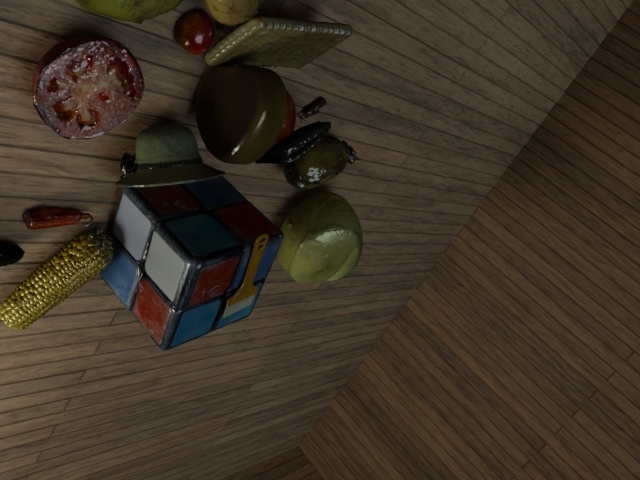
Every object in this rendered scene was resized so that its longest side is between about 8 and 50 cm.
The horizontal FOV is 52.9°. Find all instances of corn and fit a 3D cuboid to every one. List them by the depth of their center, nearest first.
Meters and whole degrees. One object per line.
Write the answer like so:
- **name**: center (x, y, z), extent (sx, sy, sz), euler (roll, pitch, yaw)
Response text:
- **corn**: center (-0.634, 0.090, 1.560), extent (0.317, 0.115, 0.115), euler (-39, 152, -8)

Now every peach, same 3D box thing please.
- **peach**: center (-0.263, -0.443, 1.390), extent (0.098, 0.061, 0.098), euler (-26, 145, -20)

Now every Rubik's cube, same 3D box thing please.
- **Rubik's cube**: center (-0.335, 0.040, 1.666), extent (0.318, 0.313, 0.316), euler (-19, 144, -47)

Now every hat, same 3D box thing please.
- **hat**: center (-0.353, -0.203, 1.493), extent (0.257, 0.257, 0.130), euler (-15, 104, -45)

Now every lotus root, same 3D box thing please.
- **lotus root**: center (-0.178, -0.554, 1.264), extent (0.146, 0.160, 0.284), euler (-4, 144, 5)
- **lotus root**: center (0.005, -0.247, 1.952), extent (0.278, 0.154, 0.154), euler (-25, 146, -34)

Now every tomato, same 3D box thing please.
- **tomato**: center (-0.465, -0.310, 1.267), extent (0.224, 0.085, 0.225), euler (-31, 152, -19)

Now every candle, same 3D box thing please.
- **candle**: center (-0.595, -0.051, 1.481), extent (0.162, 0.048, 0.053), euler (-8, 118, -50)

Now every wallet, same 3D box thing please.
- **wallet**: center (-0.084, -0.266, 1.753), extent (0.168, 0.245, 0.052), euler (-40, 110, -19)

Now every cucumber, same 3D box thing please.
- **cucumber**: center (-0.739, 0.025, 1.369), extent (0.067, 0.067, 0.245), euler (-50, 153, 9)

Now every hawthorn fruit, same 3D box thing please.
- **hawthorn fruit**: center (-0.137, -0.316, 1.659), extent (0.157, 0.157, 0.194), euler (-42, 167, -6)

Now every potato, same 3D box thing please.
- **potato**: center (-0.341, -0.482, 1.132), extent (0.228, 0.148, 0.197), euler (-33, 137, -26)

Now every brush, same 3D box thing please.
- **brush**: center (-0.176, 0.086, 1.605), extent (0.103, 0.013, 0.272), euler (-24, 146, -45)

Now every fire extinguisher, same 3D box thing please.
- **fire extinguisher**: center (-0.028, -0.373, 1.861), extent (0.100, 0.032, 0.046), euler (-38, -174, -15)

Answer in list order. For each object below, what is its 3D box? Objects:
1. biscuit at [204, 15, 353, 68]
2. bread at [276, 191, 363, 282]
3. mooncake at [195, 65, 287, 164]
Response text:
- **biscuit**: center (-0.094, -0.465, 1.515), extent (0.324, 0.044, 0.217), euler (-15, 176, -44)
- **bread**: center (-0.005, -0.008, 2.179), extent (0.320, 0.237, 0.321), euler (-19, 139, -17)
- **mooncake**: center (-0.183, -0.290, 1.498), extent (0.117, 0.235, 0.235), euler (-5, 133, -53)
